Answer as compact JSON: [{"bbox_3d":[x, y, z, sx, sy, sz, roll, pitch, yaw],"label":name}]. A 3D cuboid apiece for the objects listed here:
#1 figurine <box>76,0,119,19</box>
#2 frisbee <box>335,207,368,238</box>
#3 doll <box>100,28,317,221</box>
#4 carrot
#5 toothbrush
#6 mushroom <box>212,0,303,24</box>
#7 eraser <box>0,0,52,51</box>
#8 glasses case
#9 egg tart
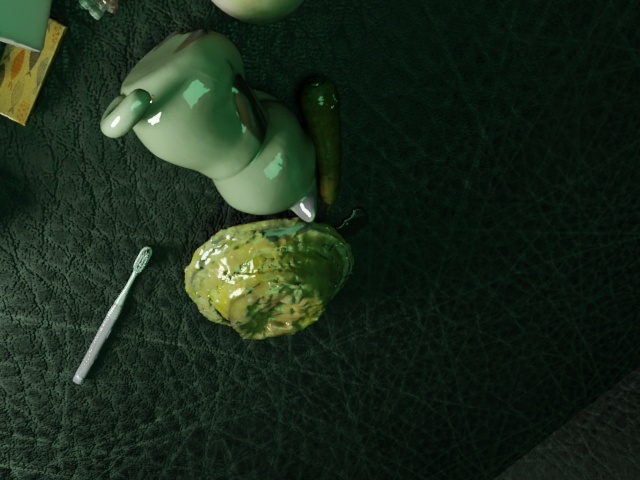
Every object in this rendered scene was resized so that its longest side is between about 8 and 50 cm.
[{"bbox_3d":[-0.310,-0.393,0.782,0.129,0.054,0.072,-42,111,14],"label":"figurine"},{"bbox_3d":[0.000,0.000,1.160,0.187,0.012,0.211,22,109,-30],"label":"frisbee"},{"bbox_3d":[-0.154,-0.187,0.863,0.370,0.215,0.226,29,76,-42],"label":"doll"},{"bbox_3d":[0.011,-0.173,1.036,0.078,0.078,0.298,-17,130,-12],"label":"carrot"},{"bbox_3d":[-0.425,0.160,1.067,0.024,0.029,0.354,27,106,-19],"label":"toothbrush"},{"bbox_3d":[-0.069,-0.398,0.791,0.236,0.173,0.162,-24,132,-1],"label":"mushroom"},{"bbox_3d":[-0.419,-0.399,0.659,0.174,0.094,0.270,8,100,-43],"label":"eraser"},{"bbox_3d":[-0.447,-0.267,0.803,0.064,0.041,0.170,26,107,-20],"label":"glasses case"},{"bbox_3d":[-0.094,0.095,1.057,0.351,0.150,0.352,-9,141,-8],"label":"egg tart"}]
